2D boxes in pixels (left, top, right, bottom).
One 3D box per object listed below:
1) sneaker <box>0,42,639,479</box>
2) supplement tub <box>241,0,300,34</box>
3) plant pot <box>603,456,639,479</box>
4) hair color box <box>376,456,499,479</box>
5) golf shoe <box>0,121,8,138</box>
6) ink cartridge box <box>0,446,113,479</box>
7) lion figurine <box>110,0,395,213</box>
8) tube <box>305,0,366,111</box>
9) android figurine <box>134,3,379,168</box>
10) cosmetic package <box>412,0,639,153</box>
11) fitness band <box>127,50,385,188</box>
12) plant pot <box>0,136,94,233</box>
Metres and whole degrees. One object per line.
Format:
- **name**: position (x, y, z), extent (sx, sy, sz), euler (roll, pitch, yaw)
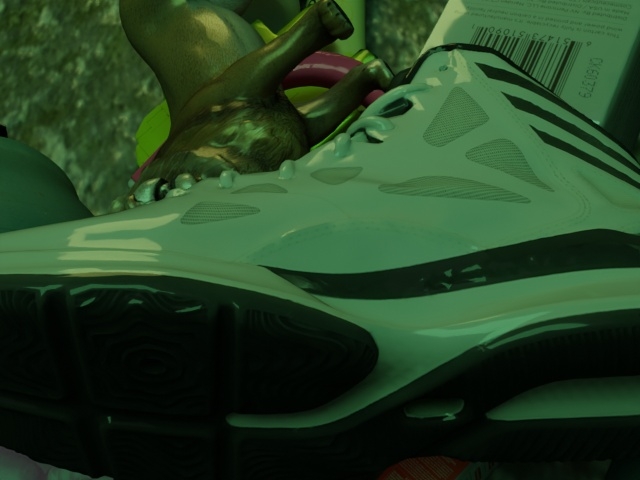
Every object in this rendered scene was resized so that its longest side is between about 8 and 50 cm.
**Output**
- **sneaker**: position (0.000, 0.001, 0.482), extent (0.448, 0.169, 0.257), euler (1, 43, -5)
- **supplement tub**: position (-0.092, -0.314, 0.872), extent (0.145, 0.144, 0.199), euler (-6, 58, 12)
- **plant pot**: position (0.309, 0.169, 0.430), extent (0.291, 0.195, 0.290), euler (-7, 57, 11)
- **hair color box**: position (0.092, 0.163, 0.566), extent (0.141, 0.072, 0.043), euler (-42, 58, -14)
- **golf shoe**: position (-0.404, -0.109, 0.880), extent (0.094, 0.077, 0.198), euler (-39, 63, -23)
- **ink cartridge box**: position (-0.148, 0.257, 0.499), extent (0.330, 0.071, 0.324), euler (-25, 82, -2)
- **lion figurine**: position (-0.091, -0.147, 0.645), extent (0.240, 0.142, 0.392), euler (-34, 50, 17)
- **tube**: position (0.016, -0.236, 0.848), extent (0.070, 0.062, 0.240), euler (-27, 49, 49)
- **android figurine**: position (-0.070, -0.107, 0.771), extent (0.273, 0.056, 0.248), euler (-44, 64, -1)
- **cosmetic package**: position (0.177, -0.107, 0.644), extent (0.151, 0.183, 0.151), euler (17, 66, 25)
- **fitness band**: position (-0.048, -0.037, 0.678), extent (0.291, 0.054, 0.209), euler (-46, 64, -2)
- **plant pot**: position (-0.281, 0.051, 0.641), extent (0.272, 0.271, 0.255), euler (-25, 40, -1)
